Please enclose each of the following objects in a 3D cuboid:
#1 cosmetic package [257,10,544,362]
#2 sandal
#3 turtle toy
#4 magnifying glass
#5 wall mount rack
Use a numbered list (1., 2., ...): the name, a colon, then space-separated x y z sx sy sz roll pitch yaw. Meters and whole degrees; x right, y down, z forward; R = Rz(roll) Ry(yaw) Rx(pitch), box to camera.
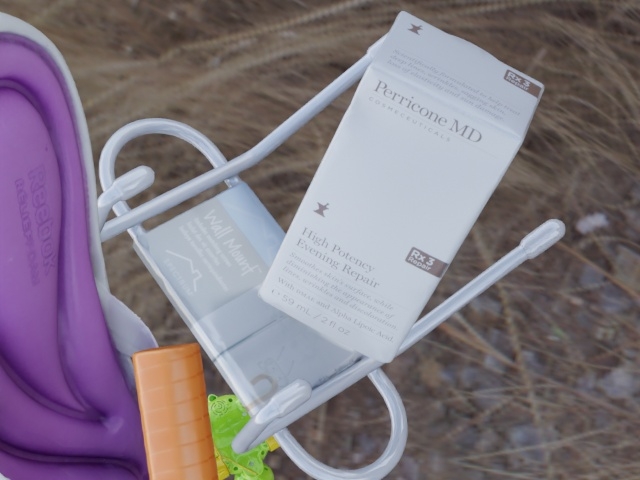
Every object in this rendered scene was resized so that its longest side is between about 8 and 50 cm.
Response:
1. cosmetic package: 0.053 -0.033 1.128 0.117 0.085 0.231 27 130 1
2. sandal: -0.118 0.095 0.760 0.102 0.169 0.416 10 128 33
3. turtle toy: -0.092 0.228 1.765 0.095 0.066 0.130 -28 91 -15
4. magnifying glass: -0.044 0.156 0.631 0.092 0.026 0.231 -10 90 35
5. wall mount rack: 0.000 0.000 1.239 0.350 0.304 0.130 53 148 10
